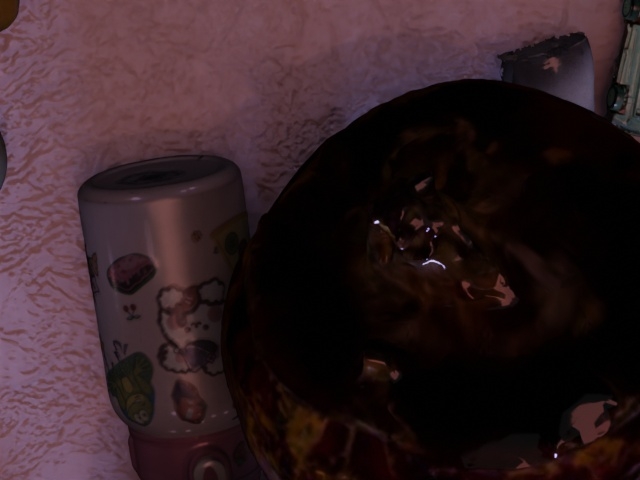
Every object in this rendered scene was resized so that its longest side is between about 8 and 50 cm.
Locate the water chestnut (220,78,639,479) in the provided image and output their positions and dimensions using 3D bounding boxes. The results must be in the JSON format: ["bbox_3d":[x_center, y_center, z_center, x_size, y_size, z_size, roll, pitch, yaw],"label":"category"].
[{"bbox_3d":[0.096,0.049,1.182,0.350,0.350,0.302,-26,146,-3],"label":"water chestnut"}]

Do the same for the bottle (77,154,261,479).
[{"bbox_3d":[-0.097,0.073,1.311,0.120,0.120,0.253,-10,104,-7],"label":"bottle"}]

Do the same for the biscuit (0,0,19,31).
[{"bbox_3d":[-0.349,-0.243,1.226,0.291,0.062,0.236,-2,102,-11],"label":"biscuit"}]

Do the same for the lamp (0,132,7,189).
[{"bbox_3d":[-0.260,-0.018,1.288,0.091,0.091,0.163,-5,120,-9],"label":"lamp"}]

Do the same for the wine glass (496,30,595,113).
[{"bbox_3d":[0.179,-0.068,1.350,0.072,0.072,0.155,-17,105,-5],"label":"wine glass"}]

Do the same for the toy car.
[{"bbox_3d":[0.244,-0.137,1.365,0.059,0.035,0.122,8,93,-11],"label":"toy car"}]
